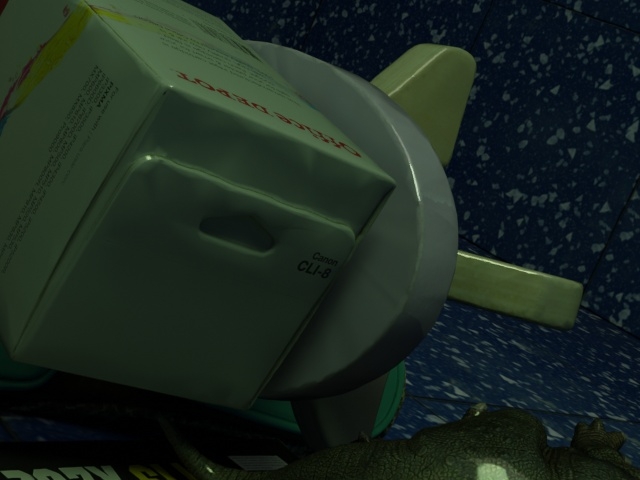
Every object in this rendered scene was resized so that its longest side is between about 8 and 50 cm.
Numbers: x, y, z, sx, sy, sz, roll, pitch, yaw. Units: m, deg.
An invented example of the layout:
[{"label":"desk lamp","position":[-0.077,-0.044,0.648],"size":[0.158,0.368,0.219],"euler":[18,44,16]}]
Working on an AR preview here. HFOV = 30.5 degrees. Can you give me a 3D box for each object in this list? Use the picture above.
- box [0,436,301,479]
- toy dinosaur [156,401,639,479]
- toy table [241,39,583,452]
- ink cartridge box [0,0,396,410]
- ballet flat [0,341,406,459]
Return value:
[{"label":"box","position":[-0.030,0.176,0.458],"size":[0.257,0.079,0.322],"euler":[30,8,31]},{"label":"toy dinosaur","position":[0.087,0.119,0.504],"size":[0.314,0.121,0.160],"euler":[31,-5,-3]},{"label":"toy table","position":[0.000,0.000,0.643],"size":[0.161,0.252,0.274],"euler":[14,14,-45]},{"label":"ink cartridge box","position":[-0.083,-0.033,0.520],"size":[0.128,0.127,0.176],"euler":[20,18,-41]},{"label":"ballet flat","position":[-0.163,0.042,0.791],"size":[0.483,0.164,0.182],"euler":[23,-13,-31]}]
